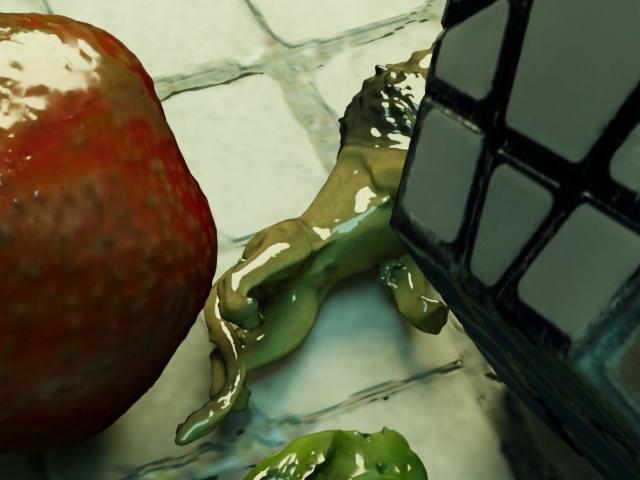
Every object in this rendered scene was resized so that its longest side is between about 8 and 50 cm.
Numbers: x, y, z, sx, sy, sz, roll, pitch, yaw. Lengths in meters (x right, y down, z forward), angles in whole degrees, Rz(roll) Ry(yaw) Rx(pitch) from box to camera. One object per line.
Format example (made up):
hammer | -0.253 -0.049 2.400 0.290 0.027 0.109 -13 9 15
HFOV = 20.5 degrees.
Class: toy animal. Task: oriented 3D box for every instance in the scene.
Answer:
toy animal | 0.013 0.006 0.674 0.086 0.069 0.220 15 44 29

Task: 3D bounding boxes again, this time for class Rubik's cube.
Rubik's cube | 0.184 -0.024 0.597 0.264 0.319 0.319 -44 68 -3

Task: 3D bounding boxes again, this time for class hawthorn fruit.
hawthorn fruit | -0.134 0.005 0.577 0.163 0.162 0.203 39 32 18

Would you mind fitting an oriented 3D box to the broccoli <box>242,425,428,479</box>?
broccoli | -0.040 0.161 0.520 0.165 0.145 0.304 29 42 3
